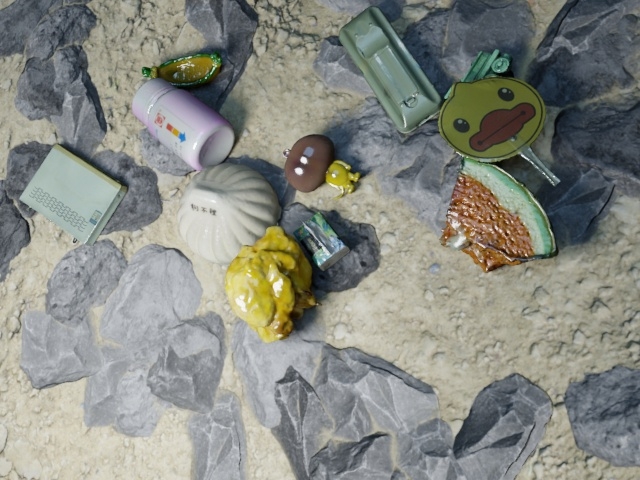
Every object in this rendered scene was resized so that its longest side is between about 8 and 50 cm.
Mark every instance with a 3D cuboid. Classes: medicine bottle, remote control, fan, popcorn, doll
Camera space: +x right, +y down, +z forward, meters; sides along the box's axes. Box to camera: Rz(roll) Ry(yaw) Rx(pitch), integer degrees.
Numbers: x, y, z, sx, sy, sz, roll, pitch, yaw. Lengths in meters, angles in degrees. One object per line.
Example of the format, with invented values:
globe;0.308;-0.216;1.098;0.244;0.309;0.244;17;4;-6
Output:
medicine bottle;-0.352;-0.300;1.661;0.254;0.152;0.152;38;89;23
remote control;0.165;-0.421;1.579;0.128;0.065;0.335;-35;69;16
fan;0.397;-0.239;1.399;0.229;0.011;0.335;-36;66;-5
popcorn;-0.120;0.102;1.472;0.191;0.190;0.254;-19;75;20
doll;-0.004;-0.167;1.563;0.145;0.096;0.188;-43;94;18

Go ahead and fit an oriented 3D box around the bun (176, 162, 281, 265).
bun;-0.244;-0.079;1.562;0.263;0.175;0.263;-5;75;17

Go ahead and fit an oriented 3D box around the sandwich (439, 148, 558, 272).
sandwich;0.381;-0.039;1.405;0.292;0.109;0.212;35;95;24

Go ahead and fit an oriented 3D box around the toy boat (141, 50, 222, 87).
toy boat;-0.359;-0.455;1.735;0.229;0.088;0.089;-9;75;14

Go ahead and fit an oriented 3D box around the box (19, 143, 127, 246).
box;-0.673;-0.122;1.767;0.270;0.045;0.211;29;86;21

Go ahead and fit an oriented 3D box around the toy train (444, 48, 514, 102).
toy train;0.373;-0.365;1.508;0.111;0.071;0.170;31;86;28

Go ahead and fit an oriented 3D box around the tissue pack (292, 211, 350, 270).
tissue pack;-0.001;-0.001;1.518;0.085;0.079;0.111;-38;69;3
